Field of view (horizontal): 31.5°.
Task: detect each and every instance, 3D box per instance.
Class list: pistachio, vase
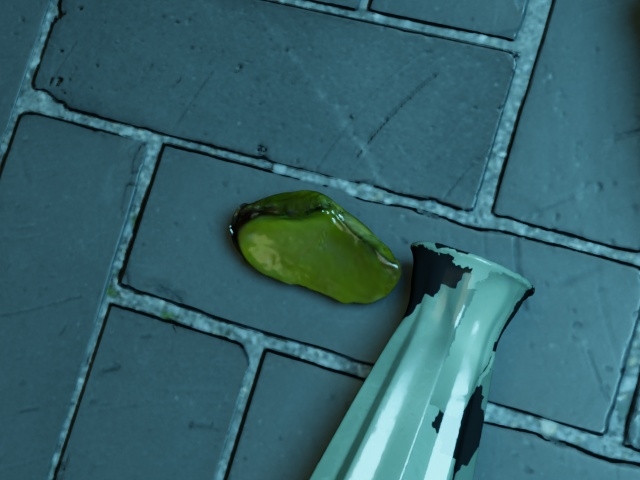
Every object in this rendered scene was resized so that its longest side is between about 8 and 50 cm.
[{"bbox_3d":[0.000,0.000,1.056,0.173,0.049,0.090,19,108,15],"label":"pistachio"},{"bbox_3d":[0.067,0.187,0.958,0.165,0.165,0.360,19,80,17],"label":"vase"}]
